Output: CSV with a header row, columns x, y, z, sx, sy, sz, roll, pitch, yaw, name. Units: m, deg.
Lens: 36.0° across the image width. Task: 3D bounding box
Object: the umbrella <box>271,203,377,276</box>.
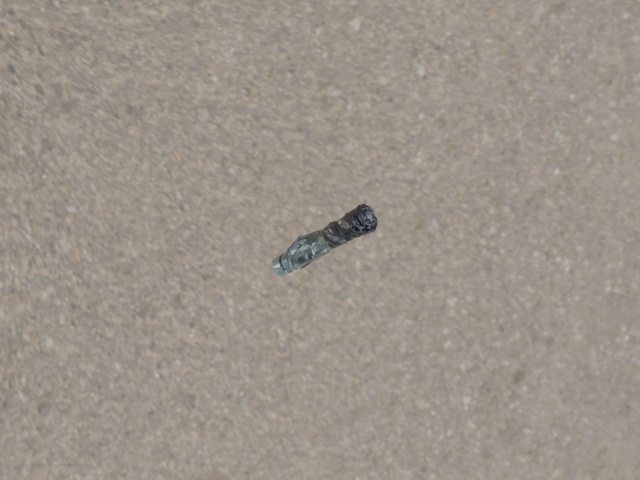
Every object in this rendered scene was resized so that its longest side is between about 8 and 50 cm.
x,y,z,sx,sy,sz,roll,pitch,yaw,name
0.000,0.000,1.399,0.188,0.046,0.050,-28,124,37,umbrella
